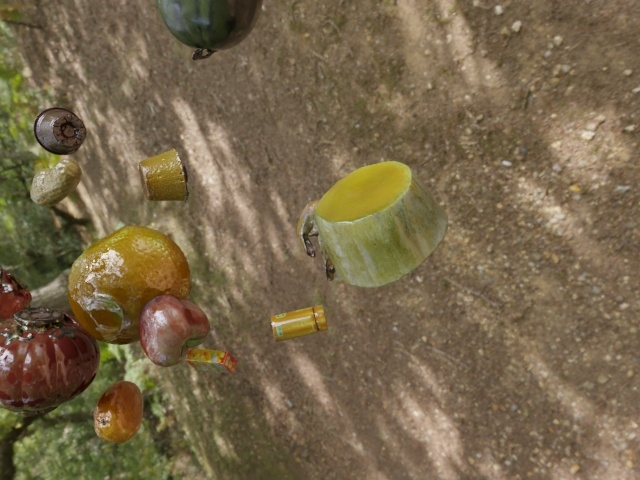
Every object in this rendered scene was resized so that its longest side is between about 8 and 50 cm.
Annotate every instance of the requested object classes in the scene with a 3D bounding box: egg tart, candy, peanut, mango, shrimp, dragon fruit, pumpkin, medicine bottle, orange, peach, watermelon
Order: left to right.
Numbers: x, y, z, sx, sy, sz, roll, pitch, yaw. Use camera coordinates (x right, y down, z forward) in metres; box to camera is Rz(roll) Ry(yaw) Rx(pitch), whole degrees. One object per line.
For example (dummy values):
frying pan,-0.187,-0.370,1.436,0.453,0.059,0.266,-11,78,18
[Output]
dragon fruit,-1.090,0.249,1.852,0.314,0.296,0.263,15,141,38
peanut,-0.796,-0.174,1.703,0.226,0.095,0.108,-24,112,33
orange,-0.480,0.119,1.370,0.335,0.196,0.262,-26,92,30
mango,-0.552,0.467,1.589,0.141,0.102,0.217,40,-170,-11
egg tart,-0.595,-0.239,2.171,0.215,0.171,0.215,166,90,-69
peach,-0.325,0.187,1.235,0.152,0.152,0.152,46,151,34
watermelon,-0.283,-0.645,1.451,0.279,0.279,0.359,28,118,53
candy,-0.285,0.314,1.480,0.122,0.038,0.062,0,144,23
medicine bottle,-0.075,0.295,2.024,0.096,0.192,0.096,-14,-90,-89
shrimp,0.000,0.000,1.684,0.150,0.068,0.248,-26,70,35
pumpkin,0.138,-0.057,1.462,0.332,0.332,0.199,25,155,55

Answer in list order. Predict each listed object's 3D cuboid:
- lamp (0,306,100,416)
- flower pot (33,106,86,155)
lamp,-0.728,0.309,1.462,0.303,0.303,0.257,21,107,57
flower pot,-0.568,-0.244,1.260,0.089,0.111,0.111,9,124,50
